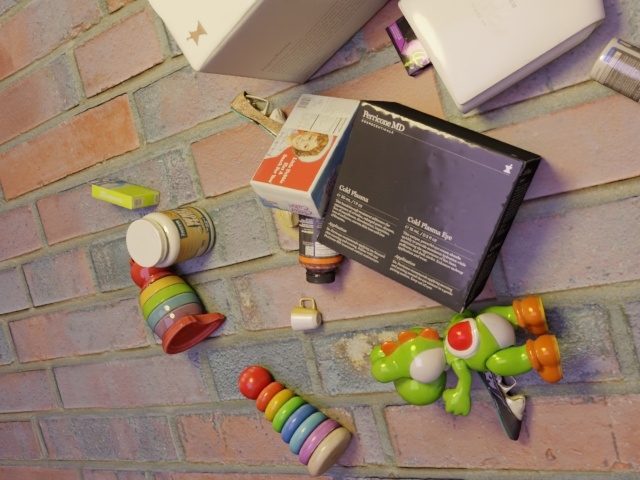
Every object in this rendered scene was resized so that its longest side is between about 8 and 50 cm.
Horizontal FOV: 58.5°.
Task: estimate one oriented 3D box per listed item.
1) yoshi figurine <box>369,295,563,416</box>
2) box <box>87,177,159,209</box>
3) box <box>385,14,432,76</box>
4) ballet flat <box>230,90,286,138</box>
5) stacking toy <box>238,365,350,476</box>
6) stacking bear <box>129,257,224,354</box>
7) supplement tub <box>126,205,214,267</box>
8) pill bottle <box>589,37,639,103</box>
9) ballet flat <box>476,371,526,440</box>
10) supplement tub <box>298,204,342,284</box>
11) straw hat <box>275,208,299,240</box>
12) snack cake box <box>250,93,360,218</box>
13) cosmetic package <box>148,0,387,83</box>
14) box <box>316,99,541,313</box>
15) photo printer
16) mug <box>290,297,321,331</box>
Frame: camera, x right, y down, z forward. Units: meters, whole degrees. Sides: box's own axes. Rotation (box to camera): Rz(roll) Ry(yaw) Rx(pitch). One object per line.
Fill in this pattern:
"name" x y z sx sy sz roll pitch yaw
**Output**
"yoshi figurine" 0.288 0.242 1.162 0.362 0.203 0.203 -14 91 15
"box" -0.564 -0.135 1.632 0.178 0.109 0.043 17 110 26
"box" 0.227 -0.430 1.169 0.162 0.029 0.116 -28 86 29
"ballet flat" -0.131 -0.300 1.379 0.206 0.073 0.067 35 101 15
"stacking toy" -0.083 0.444 1.479 0.330 0.141 0.141 37 116 26
"stacking bear" -0.431 0.155 1.597 0.164 0.175 0.289 -45 68 21
"supplement tub" -0.393 -0.009 1.507 0.144 0.199 0.145 6 103 28
"pill bottle" 0.548 -0.286 0.987 0.137 0.078 0.078 36 115 19
"ballet flat" 0.390 0.323 1.208 0.074 0.074 0.203 -29 83 31
"supplement tub" 0.000 0.000 1.341 0.106 0.106 0.198 8 105 28
"straw hat" -0.072 -0.065 1.394 0.144 0.061 0.145 6 102 28
"snack cake box" -0.019 -0.188 1.235 0.152 0.089 0.264 15 64 26
"cosmetic package" -0.108 -0.546 1.124 0.327 0.393 0.330 -37 82 30
"box" 0.213 -0.082 1.161 0.343 0.179 0.313 27 114 22
"photo printer" 0.334 -0.421 1.045 0.307 0.107 0.256 -30 86 21
"mug" -0.035 0.189 1.428 0.064 0.062 0.078 -3 105 22
